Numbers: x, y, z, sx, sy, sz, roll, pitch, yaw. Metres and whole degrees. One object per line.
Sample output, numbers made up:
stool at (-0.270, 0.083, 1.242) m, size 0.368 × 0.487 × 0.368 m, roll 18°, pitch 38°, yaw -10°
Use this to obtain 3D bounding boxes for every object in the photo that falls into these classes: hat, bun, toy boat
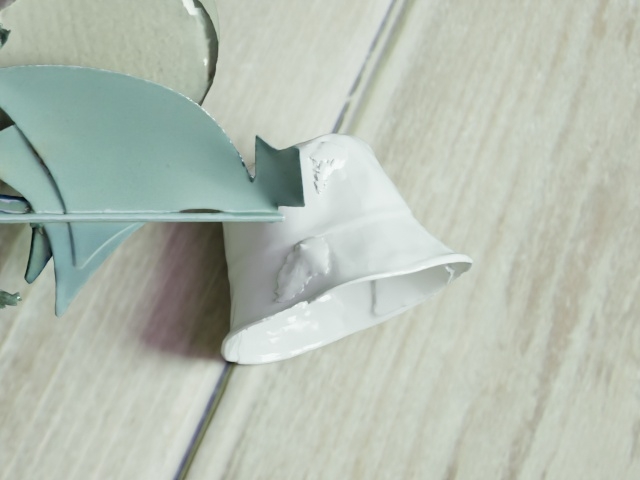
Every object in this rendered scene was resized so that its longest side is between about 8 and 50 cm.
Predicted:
hat at (0.000, 0.000, 1.096) m, size 0.203 × 0.203 × 0.126 m, roll -9°, pitch 71°, yaw -39°
bun at (-0.155, -0.141, 0.998) m, size 0.173 × 0.173 × 0.120 m, roll 28°, pitch 24°, yaw -33°
toy boat at (-0.165, -0.021, 0.961) m, size 0.292 × 0.070 × 0.210 m, roll 22°, pitch 113°, yaw -28°
